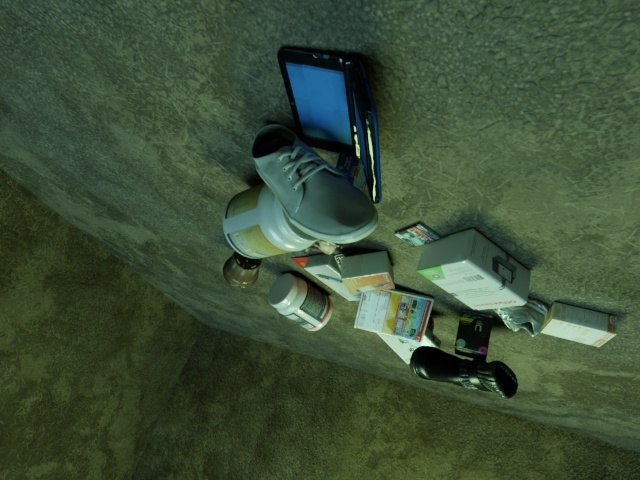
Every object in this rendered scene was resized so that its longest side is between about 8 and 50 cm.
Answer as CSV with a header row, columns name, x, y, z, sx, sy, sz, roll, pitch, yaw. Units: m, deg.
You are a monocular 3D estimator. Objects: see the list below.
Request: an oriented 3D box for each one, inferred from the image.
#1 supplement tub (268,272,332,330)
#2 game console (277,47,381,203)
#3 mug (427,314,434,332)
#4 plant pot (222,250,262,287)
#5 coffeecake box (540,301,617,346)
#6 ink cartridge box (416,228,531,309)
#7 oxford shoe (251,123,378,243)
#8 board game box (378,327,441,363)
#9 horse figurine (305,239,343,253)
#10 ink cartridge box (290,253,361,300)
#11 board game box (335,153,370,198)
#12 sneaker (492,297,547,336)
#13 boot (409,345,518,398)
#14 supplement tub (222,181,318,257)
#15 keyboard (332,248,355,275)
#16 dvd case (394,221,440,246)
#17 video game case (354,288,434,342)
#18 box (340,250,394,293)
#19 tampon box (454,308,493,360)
name,x,y,z,sx,sy,sz,roll,pitch,yaw
supplement tub,-0.092,0.292,2.025,0.191,0.191,0.272,-10,140,47
game console,0.025,-0.239,0.937,0.173,0.250,0.293,-11,149,4
mug,0.397,0.362,1.888,0.169,0.113,0.150,-5,146,38
plant pot,-0.339,0.106,1.900,0.167,0.167,0.165,25,147,-8
coffeecake box,0.856,0.281,1.427,0.186,0.068,0.142,13,153,17
ink cartridge box,0.468,0.097,1.307,0.273,0.114,0.198,32,153,-21
oxford shoe,-0.038,-0.146,1.007,0.449,0.169,0.130,46,161,39
board game box,0.341,0.381,1.841,0.305,0.053,0.193,46,130,-2
horse figurine,0.000,0.000,1.500,0.175,0.066,0.263,24,165,6
ink cartridge box,0.043,0.163,1.817,0.261,0.066,0.296,-11,139,47
board game box,0.079,-0.111,1.161,0.060,0.194,0.194,12,167,21
sneaker,0.637,0.236,1.445,0.262,0.121,0.099,21,154,2
boot,0.542,0.493,1.619,0.348,0.131,0.260,19,166,-25
supplement tub,-0.131,-0.071,1.301,0.228,0.228,0.316,37,150,-30
keyboard,0.122,0.105,1.634,0.108,0.023,0.180,-17,134,8
dvd case,0.300,-0.016,1.332,0.087,0.013,0.119,31,152,-19
video game case,0.295,0.295,1.743,0.285,0.204,0.025,12,-161,5
box,0.171,0.118,1.545,0.171,0.091,0.130,-10,145,16
tampon box,0.605,0.374,1.691,0.120,0.161,0.101,9,152,23
